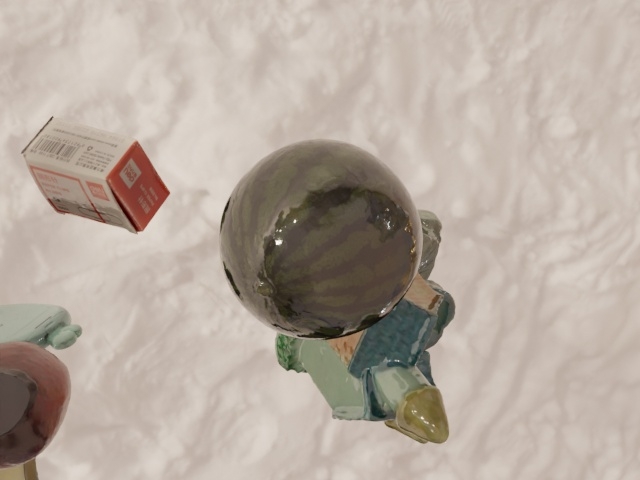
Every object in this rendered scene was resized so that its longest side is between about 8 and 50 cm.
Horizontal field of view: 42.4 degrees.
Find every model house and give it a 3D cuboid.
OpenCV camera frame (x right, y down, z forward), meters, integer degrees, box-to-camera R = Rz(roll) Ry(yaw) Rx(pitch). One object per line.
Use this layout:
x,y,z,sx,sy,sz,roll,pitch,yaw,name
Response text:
0.106,0.141,1.062,0.194,0.325,0.267,5,120,-30,model house

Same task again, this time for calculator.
-0.586,0.170,1.571,0.184,0.295,0.042,-50,137,-60,calculator

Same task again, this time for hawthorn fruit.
-0.517,0.260,1.354,0.215,0.249,0.215,1,110,4,hawthorn fruit

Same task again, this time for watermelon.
0.000,0.000,0.843,0.212,0.212,0.212,-21,131,-27,watermelon

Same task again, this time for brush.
-0.733,0.544,1.960,0.123,0.197,0.059,-22,157,18,brush

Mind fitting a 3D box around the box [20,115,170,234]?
-0.345,-0.098,1.263,0.099,0.182,0.133,-59,151,-28,box
